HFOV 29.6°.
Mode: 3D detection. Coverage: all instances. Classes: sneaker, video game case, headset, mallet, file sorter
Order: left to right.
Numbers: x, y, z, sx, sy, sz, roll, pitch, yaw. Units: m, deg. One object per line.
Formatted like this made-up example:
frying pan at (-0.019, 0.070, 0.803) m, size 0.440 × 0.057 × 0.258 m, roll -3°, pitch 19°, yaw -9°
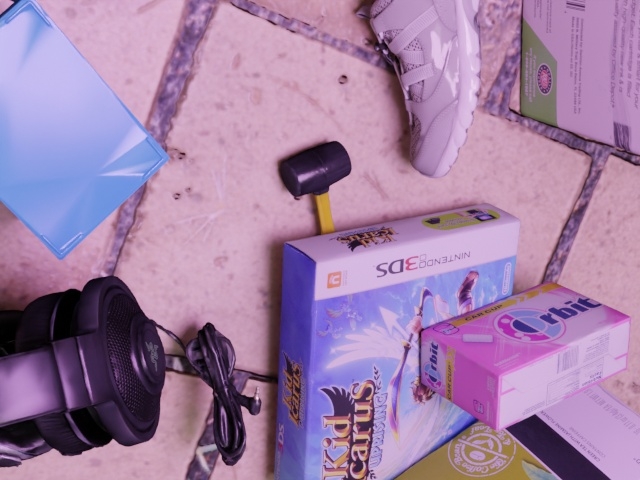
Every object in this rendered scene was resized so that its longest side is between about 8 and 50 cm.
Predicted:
file sorter at (-0.228, -0.095, 0.945) m, size 0.118 × 0.104 × 0.170 m, roll -44°, pitch 122°, yaw -9°
headset at (-0.207, 0.134, 0.959) m, size 0.394 × 0.243 × 0.185 m, roll -11°, pitch 87°, yaw -51°
mallet at (0.000, 0.000, 1.151) m, size 0.062 × 0.039 × 0.189 m, roll -16°, pitch 118°, yaw -25°
video game case at (0.076, 0.113, 1.195) m, size 0.244 × 0.061 × 0.269 m, roll -11°, pitch 116°, yaw -31°
sneaker at (0.091, -0.194, 1.116) m, size 0.115 × 0.105 × 0.281 m, roll 2°, pitch 114°, yaw 5°

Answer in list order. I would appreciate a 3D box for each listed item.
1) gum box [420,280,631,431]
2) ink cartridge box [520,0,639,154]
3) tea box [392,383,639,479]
gum box at (0.203, 0.105, 1.173) m, size 0.188 × 0.107 × 0.062 m, roll -18°, pitch 120°, yaw -32°
ink cartridge box at (0.311, -0.189, 1.115) m, size 0.115 × 0.273 × 0.198 m, roll -12°, pitch 113°, yaw -26°
tea box at (0.218, 0.367, 1.254) m, size 0.323 × 0.220 × 0.329 m, roll -31°, pitch 132°, yaw -18°
